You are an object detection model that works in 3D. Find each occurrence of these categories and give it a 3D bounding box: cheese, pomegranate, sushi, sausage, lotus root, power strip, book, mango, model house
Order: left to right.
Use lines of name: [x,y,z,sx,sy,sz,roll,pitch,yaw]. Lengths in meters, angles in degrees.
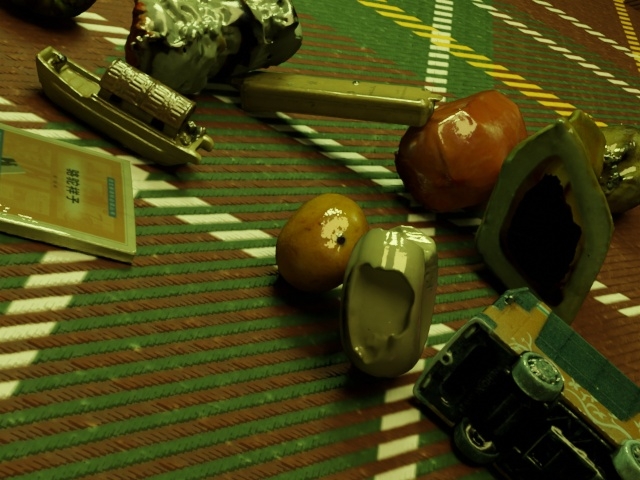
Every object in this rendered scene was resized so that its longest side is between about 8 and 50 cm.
book: [-0.309,-0.064,0.991,0.242,0.018,0.170,15,35,-26]
pomegranate: [-0.355,-0.348,1.271,0.138,0.163,0.125,2,80,-18]
sushi: [-0.139,-0.278,1.289,0.332,0.124,0.130,-20,63,-38]
mango: [0.005,-0.003,1.089,0.089,0.115,0.165,49,26,-12]
power strip: [0.015,-0.196,1.332,0.305,0.044,0.064,8,31,9]
cheese: [0.088,0.052,1.069,0.082,0.163,0.286,8,12,13]
sausage: [0.214,-0.134,1.408,0.268,0.153,0.141,-31,105,-54]
model house: [0.338,-0.044,1.330,0.173,0.268,0.239,30,25,19]
lotus root: [0.516,-0.129,1.681,0.154,0.154,0.278,43,34,16]

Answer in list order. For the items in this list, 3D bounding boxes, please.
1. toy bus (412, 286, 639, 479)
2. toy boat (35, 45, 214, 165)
toy bus: [0.251,0.188,1.018,0.275,0.138,0.167,41,31,12]
toy boat: [-0.227,-0.163,1.132,0.226,0.088,0.068,31,32,-3]
